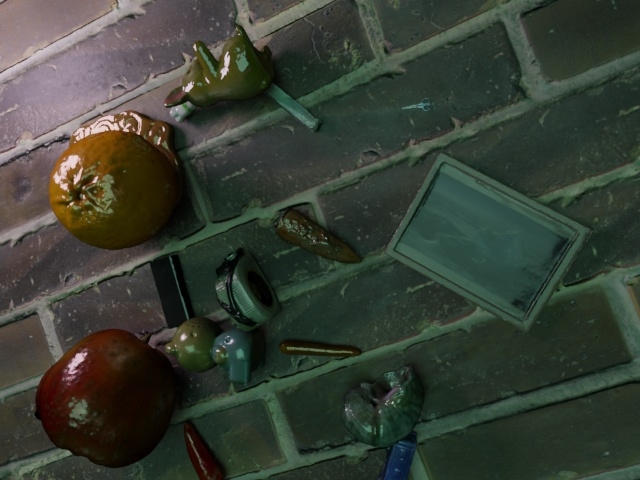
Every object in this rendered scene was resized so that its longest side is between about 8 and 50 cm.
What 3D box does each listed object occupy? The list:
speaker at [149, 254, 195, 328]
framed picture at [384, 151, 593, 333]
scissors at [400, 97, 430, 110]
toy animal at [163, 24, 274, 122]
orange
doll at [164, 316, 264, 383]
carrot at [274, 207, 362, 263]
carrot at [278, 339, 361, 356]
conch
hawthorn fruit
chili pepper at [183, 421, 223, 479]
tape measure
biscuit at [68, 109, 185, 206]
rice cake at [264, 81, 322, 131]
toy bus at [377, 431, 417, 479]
[{"bbox_3d":[-0.456,0.159,1.752,0.082,0.044,0.218,-17,89,14],"label":"speaker"},{"bbox_3d":[0.441,0.005,1.527,0.446,0.028,0.326,29,100,11],"label":"framed picture"},{"bbox_3d":[0.262,-0.371,1.562,0.083,0.006,0.036,-7,93,14],"label":"scissors"},{"bbox_3d":[-0.309,-0.466,1.606,0.363,0.181,0.180,-10,87,19],"label":"toy animal"},{"bbox_3d":[-0.581,-0.138,1.577,0.341,0.293,0.340,2,98,11],"label":"orange"},{"bbox_3d":[-0.307,0.312,1.655,0.261,0.177,0.161,6,102,13],"label":"doll"},{"bbox_3d":[0.000,0.000,1.613,0.263,0.102,0.101,28,99,5],"label":"carrot"},{"bbox_3d":[-0.004,0.318,1.650,0.248,0.043,0.043,1,93,12],"label":"carrot"},{"bbox_3d":[0.157,0.465,1.554,0.195,0.220,0.277,29,125,-14],"label":"conch"},{"bbox_3d":[-0.601,0.440,1.654,0.403,0.403,0.402,1,93,14],"label":"hawthorn fruit"},{"bbox_3d":[-0.359,0.686,1.746,0.071,0.063,0.272,-37,72,11],"label":"chili pepper"},{"bbox_3d":[-0.229,0.141,1.615,0.115,0.207,0.235,-32,87,16],"label":"tape measure"},{"bbox_3d":[-0.609,-0.218,1.761,0.385,0.062,0.364,-7,91,14],"label":"biscuit"},{"bbox_3d":[-0.085,-0.389,1.634,0.211,0.034,0.043,41,93,9],"label":"rice cake"},{"bbox_3d":[0.207,0.651,1.586,0.079,0.094,0.236,15,96,13],"label":"toy bus"}]
